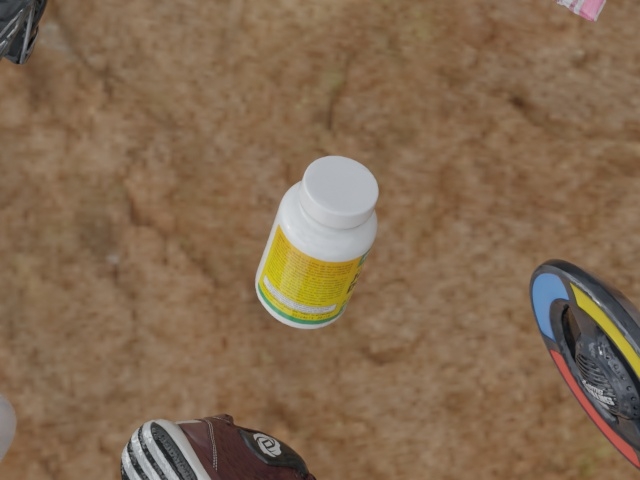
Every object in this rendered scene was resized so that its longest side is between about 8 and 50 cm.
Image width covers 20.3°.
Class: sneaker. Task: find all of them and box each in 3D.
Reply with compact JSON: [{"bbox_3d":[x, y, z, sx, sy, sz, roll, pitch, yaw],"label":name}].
[{"bbox_3d":[-0.034,0.255,1.494,0.106,0.162,0.281,-41,75,34],"label":"sneaker"}]

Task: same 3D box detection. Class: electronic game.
[{"bbox_3d":[0.256,0.116,1.567,0.048,0.229,0.229,-32,67,-12],"label":"electronic game"}]

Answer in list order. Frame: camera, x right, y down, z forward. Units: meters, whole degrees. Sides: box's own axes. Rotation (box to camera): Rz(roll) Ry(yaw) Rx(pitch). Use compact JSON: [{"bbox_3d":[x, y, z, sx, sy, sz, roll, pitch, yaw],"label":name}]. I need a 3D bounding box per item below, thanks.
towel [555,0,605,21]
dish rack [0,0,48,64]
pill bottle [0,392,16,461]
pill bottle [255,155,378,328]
[{"bbox_3d":[0.207,-0.293,1.543,0.144,0.197,0.029,-57,33,6],"label":"towel"},{"bbox_3d":[-0.287,-0.123,1.060,0.208,0.271,0.074,31,134,-11],"label":"dish rack"},{"bbox_3d":[-0.446,0.123,1.628,0.323,0.181,0.181,39,112,10],"label":"pill bottle"},{"bbox_3d":[0.000,0.000,2.075,0.117,0.117,0.208,51,146,24],"label":"pill bottle"}]
